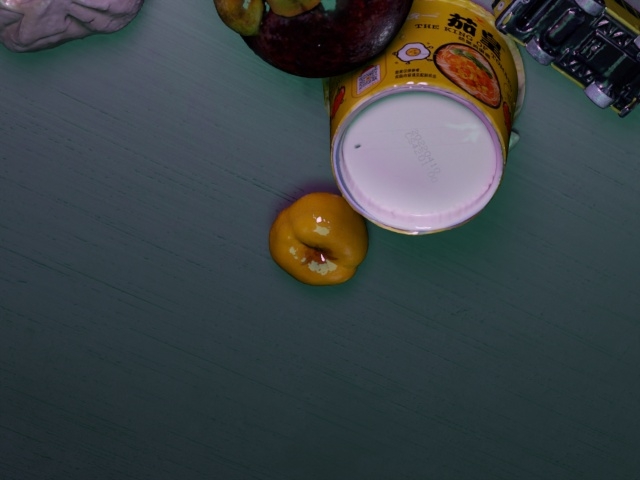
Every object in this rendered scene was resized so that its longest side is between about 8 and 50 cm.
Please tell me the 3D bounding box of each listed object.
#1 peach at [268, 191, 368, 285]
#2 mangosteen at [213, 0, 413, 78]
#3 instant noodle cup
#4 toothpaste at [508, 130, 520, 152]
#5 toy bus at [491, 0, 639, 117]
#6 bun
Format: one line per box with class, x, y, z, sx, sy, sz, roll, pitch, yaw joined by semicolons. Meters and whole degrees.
peach;0.000;0.000;1.832;0.179;0.103;0.179;4;126;5
mangosteen;-0.018;-0.359;1.438;0.300;0.300;0.300;2;127;3
instant noodle cup;0.149;-0.176;1.588;0.325;0.254;0.325;4;125;5
toothpaste;0.264;-0.109;1.776;0.048;0.029;0.197;25;121;-9
toy bus;0.377;-0.311;1.543;0.262;0.150;0.128;29;122;-22
bun;-0.402;-0.427;1.490;0.354;0.194;0.354;1;127;1
